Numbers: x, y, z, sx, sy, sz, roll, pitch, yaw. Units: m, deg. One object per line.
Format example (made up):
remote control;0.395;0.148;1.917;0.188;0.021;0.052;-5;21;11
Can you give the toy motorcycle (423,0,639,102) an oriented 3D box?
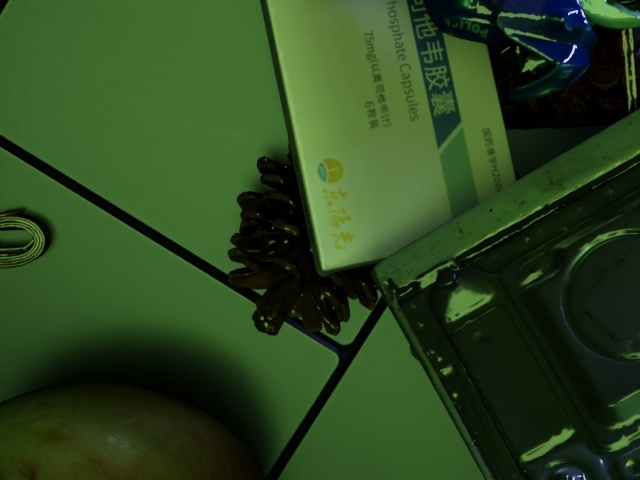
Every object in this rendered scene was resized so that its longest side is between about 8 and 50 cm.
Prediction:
toy motorcycle;0.130;-0.233;1.389;0.331;0.125;0.196;19;98;12

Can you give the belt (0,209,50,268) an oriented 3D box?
belt;-0.326;-0.002;1.701;0.083;0.036;0.059;-4;97;2

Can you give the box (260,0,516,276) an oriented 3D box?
box;0.059;-0.153;1.515;0.200;0.065;0.343;-11;88;-8

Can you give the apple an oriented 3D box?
apple;-0.225;0.301;1.600;0.305;0.338;0.339;15;99;15

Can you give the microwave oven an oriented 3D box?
microwave oven;0.293;0.074;1.378;0.394;0.247;0.333;-30;61;4

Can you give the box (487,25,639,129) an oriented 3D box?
box;0.222;-0.309;1.516;0.115;0.264;0.415;-11;98;-34

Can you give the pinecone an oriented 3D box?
pinecone;0.000;0.001;1.622;0.185;0.168;0.212;22;85;13
